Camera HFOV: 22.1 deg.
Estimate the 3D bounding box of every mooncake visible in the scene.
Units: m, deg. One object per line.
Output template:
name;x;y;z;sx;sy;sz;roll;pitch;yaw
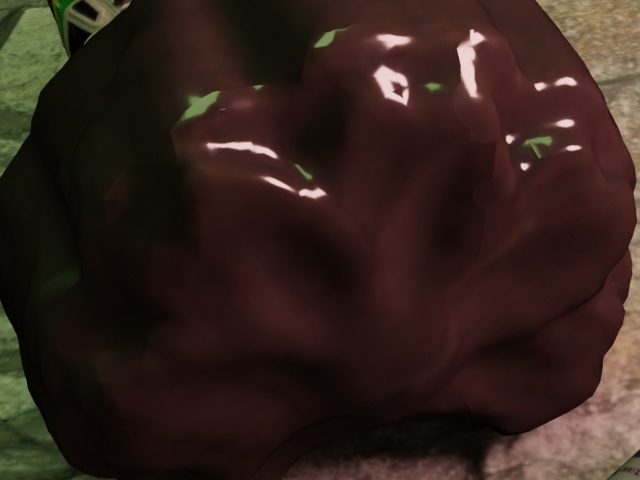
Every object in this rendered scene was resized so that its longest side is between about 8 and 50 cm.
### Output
mooncake;0.000;0.000;0.958;0.381;0.350;0.212;-25;43;-4

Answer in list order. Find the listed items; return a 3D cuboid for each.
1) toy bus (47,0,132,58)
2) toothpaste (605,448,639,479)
toy bus;-0.074;-0.196;1.414;0.305;0.143;0.179;-20;33;2
toothpaste;0.146;0.182;0.861;0.299;0.073;0.114;-38;40;-23
